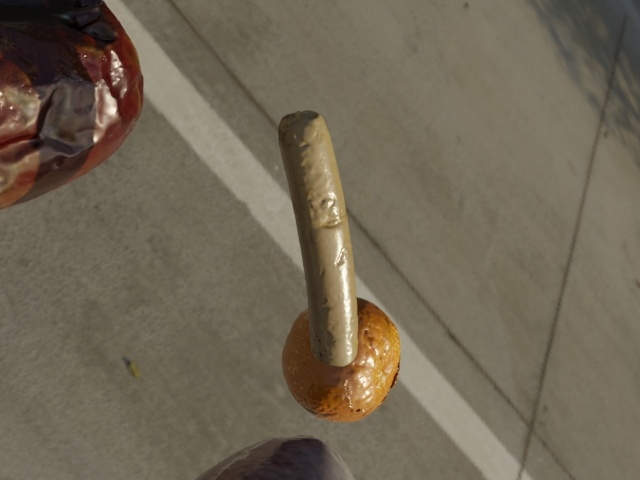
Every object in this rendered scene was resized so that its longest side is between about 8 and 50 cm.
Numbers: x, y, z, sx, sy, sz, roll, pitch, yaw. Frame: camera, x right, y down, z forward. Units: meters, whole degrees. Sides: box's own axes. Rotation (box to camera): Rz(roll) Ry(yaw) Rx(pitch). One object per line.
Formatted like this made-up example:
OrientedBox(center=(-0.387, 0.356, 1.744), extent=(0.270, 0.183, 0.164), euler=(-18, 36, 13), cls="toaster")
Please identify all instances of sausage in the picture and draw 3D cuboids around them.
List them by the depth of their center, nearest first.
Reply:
OrientedBox(center=(0.002, 0.000, 0.970), extent=(0.066, 0.066, 0.301), euler=(-43, 131, -50), cls="sausage")

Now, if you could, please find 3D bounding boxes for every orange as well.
OrientedBox(center=(0.029, 0.176, 1.301), extent=(0.193, 0.161, 0.193), euler=(-13, 107, -53), cls="orange")

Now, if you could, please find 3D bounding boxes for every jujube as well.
OrientedBox(center=(-0.416, -0.175, 1.061), extent=(0.377, 0.276, 0.276), euler=(-27, 92, -20), cls="jujube")

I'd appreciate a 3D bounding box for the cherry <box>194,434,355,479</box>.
OrientedBox(center=(-0.044, 0.423, 1.108), extent=(0.326, 0.291, 0.335), euler=(45, 25, 12), cls="cherry")
